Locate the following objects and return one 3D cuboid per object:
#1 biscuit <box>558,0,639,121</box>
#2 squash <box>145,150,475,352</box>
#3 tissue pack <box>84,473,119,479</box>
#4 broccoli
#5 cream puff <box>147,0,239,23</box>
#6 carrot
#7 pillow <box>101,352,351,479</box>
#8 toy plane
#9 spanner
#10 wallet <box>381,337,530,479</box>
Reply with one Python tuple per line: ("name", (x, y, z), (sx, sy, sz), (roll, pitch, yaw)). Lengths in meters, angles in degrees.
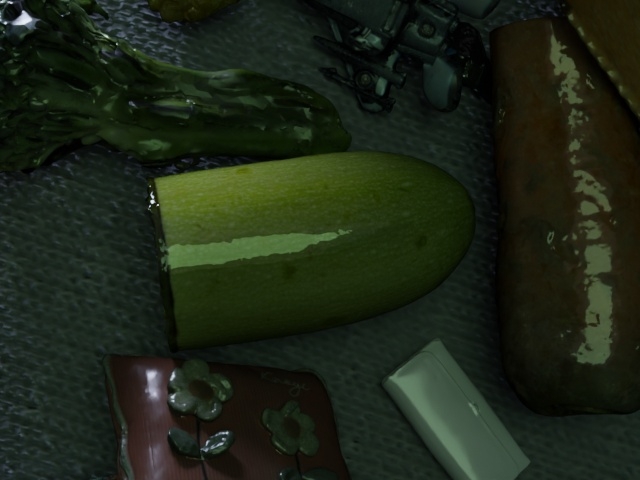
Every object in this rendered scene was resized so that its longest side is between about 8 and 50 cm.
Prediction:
("biscuit", (0.274, -0.166, 0.951), (0.237, 0.013, 0.232), (49, 47, -20))
("squash", (0.000, 0.000, 0.889), (0.247, 0.132, 0.132), (-9, 82, -10))
("tissue pack", (-0.194, 0.231, 0.830), (0.170, 0.090, 0.103), (-13, 122, -11))
("broccoli", (-0.123, -0.106, 0.900), (0.304, 0.145, 0.164), (10, 83, -20))
("cream puff", (-0.098, -0.201, 0.947), (0.083, 0.058, 0.083), (41, 77, 6))
("carrot", (0.194, -0.018, 0.917), (0.139, 0.139, 0.301), (0, 86, -9))
("pillow", (-0.054, 0.145, 0.839), (0.179, 0.075, 0.171), (10, 42, -30))
("toy plane", (0.016, -0.201, 0.950), (0.246, 0.078, 0.169), (24, 110, 4))
("spanner", (0.168, -0.101, 0.994), (0.208, 0.012, 0.046), (45, 76, 1))
("wallet", (0.105, 0.140, 0.937), (0.061, 0.025, 0.122), (-36, 87, -20))
